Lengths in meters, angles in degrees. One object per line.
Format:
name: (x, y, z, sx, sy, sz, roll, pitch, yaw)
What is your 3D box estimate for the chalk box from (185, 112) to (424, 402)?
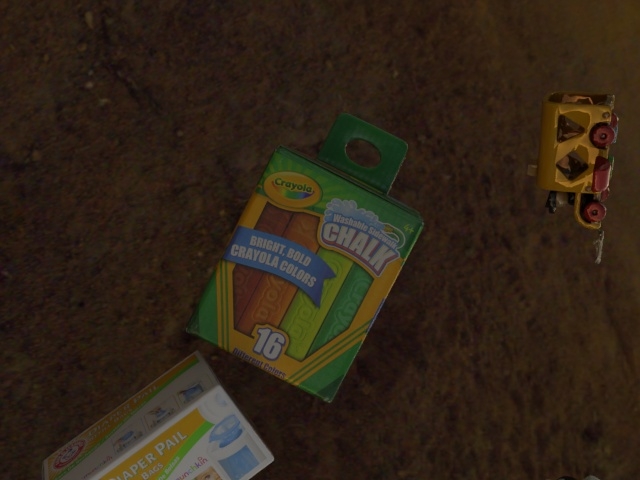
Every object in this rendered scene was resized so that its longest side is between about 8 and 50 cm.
chalk box: (0.000, 0.000, 0.878, 0.180, 0.179, 0.289, 26, 96, -1)

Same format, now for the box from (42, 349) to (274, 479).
box: (-0.171, 0.229, 0.799, 0.203, 0.103, 0.114, -36, 112, -10)

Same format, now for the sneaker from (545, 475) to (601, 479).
sneaker: (0.250, 0.309, 0.865, 0.237, 0.085, 0.086, 8, 96, -43)

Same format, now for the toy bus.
toy bus: (0.329, -0.099, 1.009, 0.191, 0.104, 0.202, 57, 45, -59)
